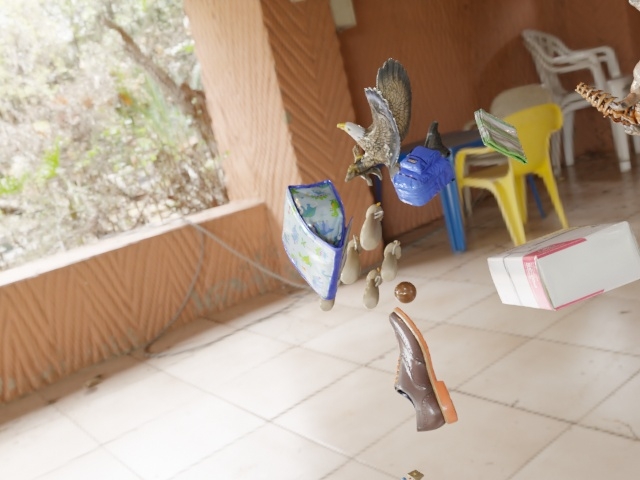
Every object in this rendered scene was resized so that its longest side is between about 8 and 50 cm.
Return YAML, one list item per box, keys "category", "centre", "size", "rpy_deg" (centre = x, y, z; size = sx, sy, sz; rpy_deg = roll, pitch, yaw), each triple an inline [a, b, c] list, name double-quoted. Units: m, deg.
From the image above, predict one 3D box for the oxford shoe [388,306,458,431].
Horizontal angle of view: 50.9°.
- category: "oxford shoe"
  centre: [0.190, 0.268, 1.417]
  size: [0.098, 0.271, 0.097]
  rpy_deg: [-23, -29, 1]

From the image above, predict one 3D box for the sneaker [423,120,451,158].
- category: "sneaker"
  centre: [0.359, -0.277, 2.044]
  size: [0.089, 0.170, 0.051]
  rpy_deg: [16, -13, 12]

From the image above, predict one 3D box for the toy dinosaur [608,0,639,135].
- category: "toy dinosaur"
  centre: [0.584, -0.264, 1.078]
  size: [0.200, 0.296, 0.127]
  rpy_deg: [-51, 34, 0]

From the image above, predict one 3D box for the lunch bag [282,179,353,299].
- category: "lunch bag"
  centre: [0.000, 0.000, 1.069]
  size: [0.096, 0.129, 0.151]
  rpy_deg: [-9, 49, -14]

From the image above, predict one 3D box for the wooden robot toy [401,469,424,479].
- category: "wooden robot toy"
  centre: [0.234, 0.589, 1.494]
  size: [0.076, 0.079, 0.173]
  rpy_deg: [-3, 16, -12]

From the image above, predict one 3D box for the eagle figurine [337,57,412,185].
- category: "eagle figurine"
  centre: [0.155, -0.284, 1.743]
  size: [0.225, 0.226, 0.298]
  rpy_deg: [-5, -39, -38]

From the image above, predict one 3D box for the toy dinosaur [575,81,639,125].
- category: "toy dinosaur"
  centre: [0.721, -0.293, 1.422]
  size: [0.322, 0.218, 0.164]
  rpy_deg: [20, -3, 0]

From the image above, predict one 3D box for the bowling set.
- category: "bowling set"
  centre: [0.134, 0.077, 1.633]
  size: [0.287, 0.200, 0.154]
  rpy_deg: [-54, 11, 32]

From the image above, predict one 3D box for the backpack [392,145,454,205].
- category: "backpack"
  centre: [0.217, -0.144, 1.492]
  size: [0.120, 0.101, 0.098]
  rpy_deg: [-46, 38, -17]

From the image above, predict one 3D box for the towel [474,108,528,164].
- category: "towel"
  centre: [0.403, -0.233, 1.491]
  size: [0.113, 0.023, 0.152]
  rpy_deg: [21, 34, -13]

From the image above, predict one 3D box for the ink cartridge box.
- category: "ink cartridge box"
  centre: [0.498, 0.053, 1.402]
  size: [0.207, 0.117, 0.283]
  rpy_deg: [-21, 0, -5]
